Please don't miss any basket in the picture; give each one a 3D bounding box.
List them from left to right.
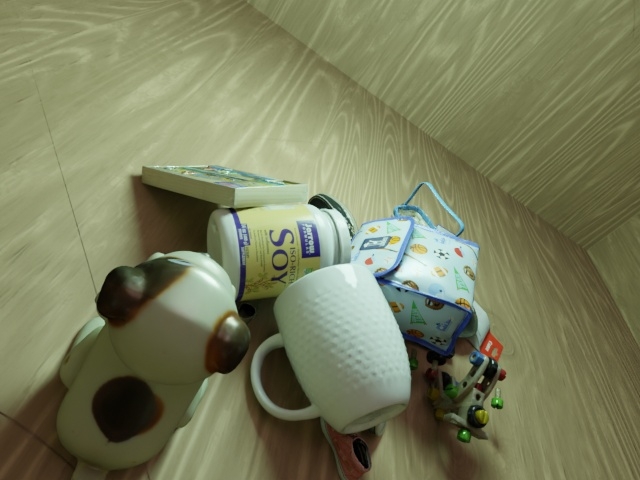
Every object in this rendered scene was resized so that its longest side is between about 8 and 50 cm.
[{"bbox_3d":[0.403,-0.051,1.816,0.201,0.289,0.254,-3,52,-46],"label":"basket"}]

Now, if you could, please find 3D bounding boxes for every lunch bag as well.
[{"bbox_3d":[0.256,0.101,1.371,0.385,0.239,0.328,20,39,10],"label":"lunch bag"}]

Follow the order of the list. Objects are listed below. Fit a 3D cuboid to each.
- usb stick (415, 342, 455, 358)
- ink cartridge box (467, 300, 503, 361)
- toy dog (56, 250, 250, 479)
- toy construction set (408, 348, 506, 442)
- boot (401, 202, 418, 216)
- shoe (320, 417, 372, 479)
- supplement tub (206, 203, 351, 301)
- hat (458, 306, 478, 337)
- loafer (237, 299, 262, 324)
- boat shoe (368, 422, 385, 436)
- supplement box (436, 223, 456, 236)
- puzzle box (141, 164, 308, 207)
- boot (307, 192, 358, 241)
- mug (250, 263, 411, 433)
[{"bbox_3d":[0.346,0.325,1.549,0.278,0.045,0.077,27,43,-20],"label":"usb stick"},{"bbox_3d":[0.635,0.356,1.792,0.232,0.066,0.189,44,33,13],"label":"ink cartridge box"},{"bbox_3d":[-0.289,0.180,0.760,0.284,0.408,0.395,36,33,-6],"label":"toy dog"},{"bbox_3d":[0.419,0.489,1.331,0.309,0.257,0.237,48,46,-31],"label":"toy construction set"},{"bbox_3d":[0.421,-0.124,2.152,0.118,0.042,0.087,23,43,-23],"label":"boot"},{"bbox_3d":[0.061,0.465,1.072,0.063,0.081,0.178,10,44,-38],"label":"shoe"},{"bbox_3d":[-0.112,0.027,1.192,0.331,0.241,0.241,-5,51,-23],"label":"supplement tub"},{"bbox_3d":[0.460,0.203,1.677,0.331,0.134,0.331,16,38,-12],"label":"hat"},{"bbox_3d":[-0.186,0.180,1.186,0.056,0.050,0.148,36,34,-7],"label":"loafer"},{"bbox_3d":[0.139,0.382,1.260,0.099,0.116,0.319,0,42,11],"label":"boat shoe"},{"bbox_3d":[0.529,0.051,1.985,0.114,0.111,0.220,29,35,-16],"label":"supplement box"},{"bbox_3d":[-0.274,-0.161,1.286,0.409,0.052,0.272,16,18,35],"label":"puzzle box"},{"bbox_3d":[0.000,0.000,1.505,0.284,0.138,0.377,-6,63,-48],"label":"boot"},{"bbox_3d":[0.019,0.281,1.079,0.374,0.276,0.328,-18,56,-8],"label":"mug"}]
